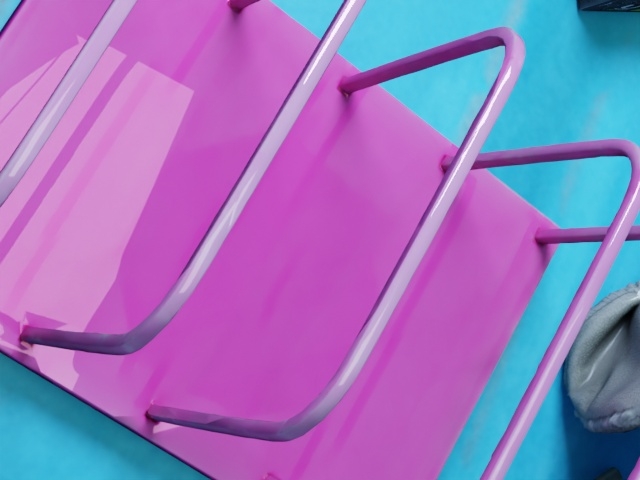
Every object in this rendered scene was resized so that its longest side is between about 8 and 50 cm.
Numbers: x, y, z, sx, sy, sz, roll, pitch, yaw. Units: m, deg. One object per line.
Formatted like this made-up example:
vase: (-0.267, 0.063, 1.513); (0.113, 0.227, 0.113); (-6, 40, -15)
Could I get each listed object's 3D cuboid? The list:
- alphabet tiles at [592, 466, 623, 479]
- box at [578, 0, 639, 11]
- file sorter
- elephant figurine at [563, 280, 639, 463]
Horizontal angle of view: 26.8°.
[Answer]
alphabet tiles: (0.170, 0.228, 0.733); (0.237, 0.009, 0.198); (-30, 101, -24)
box: (0.174, -0.167, 0.717); (0.062, 0.052, 0.083); (-4, 90, -25)
file sorter: (0.000, 0.000, 0.558); (0.291, 0.182, 0.202); (35, 74, -21)
elephant figurine: (0.215, 0.063, 0.687); (0.169, 0.186, 0.239); (50, 25, -47)
